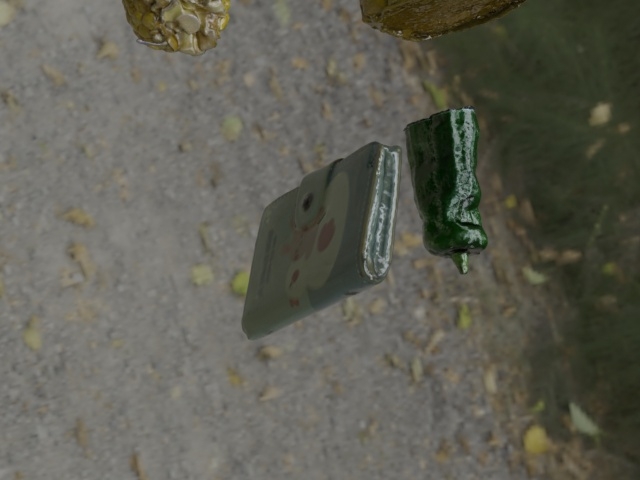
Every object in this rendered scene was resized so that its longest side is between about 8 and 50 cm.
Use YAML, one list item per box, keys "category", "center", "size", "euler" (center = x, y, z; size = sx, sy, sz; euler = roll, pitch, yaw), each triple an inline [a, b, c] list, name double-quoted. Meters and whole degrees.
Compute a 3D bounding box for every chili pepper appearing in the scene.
- category: "chili pepper"
  center: [0.214, -0.075, 2.251]
  size: [0.099, 0.136, 0.270]
  euler: [10, 70, -66]

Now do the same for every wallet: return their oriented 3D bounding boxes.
- category: "wallet"
  center: [0.000, 0.000, 2.044]
  size: [0.083, 0.360, 0.252]
  euler: [24, 62, -26]

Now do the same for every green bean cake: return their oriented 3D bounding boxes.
- category: "green bean cake"
  center: [0.183, -0.385, 1.963]
  size: [0.224, 0.230, 0.131]
  euler: [3, 71, -59]

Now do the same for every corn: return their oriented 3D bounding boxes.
- category: "corn"
  center: [-0.165, -0.290, 1.398]
  size: [0.106, 0.106, 0.305]
  euler: [35, 19, -37]
